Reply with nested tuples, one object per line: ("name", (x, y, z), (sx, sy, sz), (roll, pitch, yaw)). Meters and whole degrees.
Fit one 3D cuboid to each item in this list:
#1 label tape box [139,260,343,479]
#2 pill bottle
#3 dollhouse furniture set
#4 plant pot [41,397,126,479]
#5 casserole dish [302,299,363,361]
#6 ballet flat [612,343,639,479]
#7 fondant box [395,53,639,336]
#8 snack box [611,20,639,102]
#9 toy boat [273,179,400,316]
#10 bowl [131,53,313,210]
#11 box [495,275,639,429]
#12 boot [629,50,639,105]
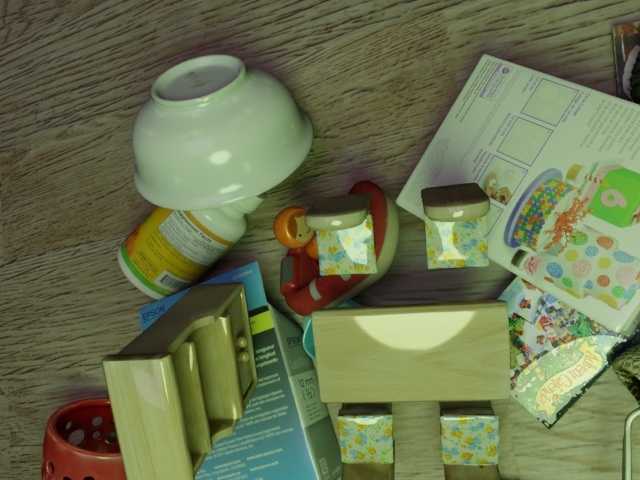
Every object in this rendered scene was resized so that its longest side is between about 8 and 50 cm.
("label tape box", (-0.134, 0.239, 0.892), (0.249, 0.115, 0.348), (-22, 75, 19))
("pill bottle", (-0.212, -0.023, 0.934), (0.245, 0.136, 0.136), (-43, 71, 14))
("dollhouse furniture set", (0.013, 0.147, 0.622), (0.393, 0.256, 0.362), (-4, 104, 10))
("plant pot", (-0.372, 0.388, 0.940), (0.191, 0.191, 0.174), (15, 98, 23))
("casserole dish", (0.059, 0.159, 0.857), (0.188, 0.037, 0.114), (28, 97, 23))
("ballet flat", (0.429, 0.344, 0.594), (0.181, 0.164, 0.483), (-12, 70, 9))
("fondant box", (0.294, -0.069, 0.707), (0.330, 0.096, 0.238), (36, 99, 37))
("snack box", (0.432, -0.204, 0.739), (0.064, 0.022, 0.178), (-4, 84, 21))
("toy boat", (0.000, 0.000, 0.797), (0.231, 0.151, 0.151), (-38, 37, 34))
("bowl", (-0.165, -0.189, 0.845), (0.297, 0.134, 0.298), (-7, 43, 7))
("box", (0.320, 0.109, 0.745), (0.159, 0.044, 0.233), (42, 101, 21))
("boot", (0.534, -0.274, 0.606), (0.348, 0.260, 0.131), (-39, 96, -11))
